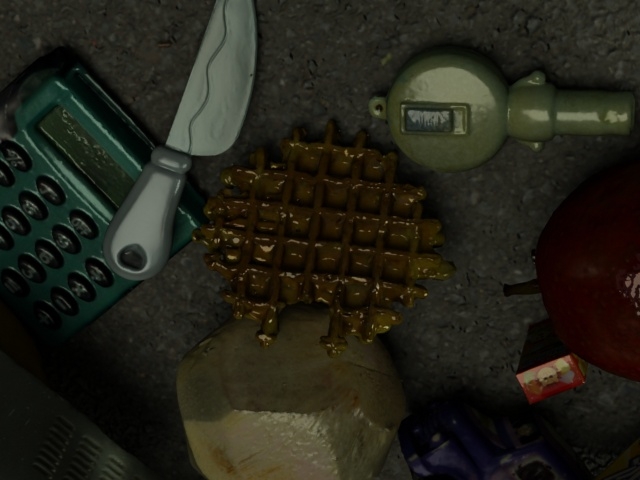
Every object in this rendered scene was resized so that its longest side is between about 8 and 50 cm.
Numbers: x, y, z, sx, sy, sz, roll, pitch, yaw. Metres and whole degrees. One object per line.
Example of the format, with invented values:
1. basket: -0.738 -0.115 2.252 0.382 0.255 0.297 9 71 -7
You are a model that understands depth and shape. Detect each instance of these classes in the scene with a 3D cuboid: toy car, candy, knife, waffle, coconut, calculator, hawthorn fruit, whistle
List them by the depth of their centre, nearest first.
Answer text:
1. hawthorn fruit: 0.293 0.035 1.663 0.266 0.210 0.230 -11 144 25
2. whistle: 0.173 -0.124 1.694 0.258 0.067 0.126 2 116 9
3. waffle: 0.000 0.000 1.734 0.229 0.051 0.231 -34 77 -7
4. knife: -0.124 -0.108 1.747 0.080 0.044 0.331 25 101 -4
5. candy: 0.236 0.115 1.761 0.062 0.122 0.038 -23 104 21
6. coconut: -0.040 0.172 1.806 0.237 0.197 0.237 6 124 9
7. toy car: 0.190 0.255 1.825 0.158 0.172 0.235 -41 99 9
8. calculator: -0.281 -0.035 1.840 0.274 0.058 0.248 -38 102 26

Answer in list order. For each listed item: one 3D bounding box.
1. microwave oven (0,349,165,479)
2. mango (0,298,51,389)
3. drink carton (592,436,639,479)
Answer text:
1. microwave oven: -0.417 0.329 1.851 0.374 0.236 0.432 43 136 -22
2. mango: -0.378 0.144 1.907 0.176 0.119 0.317 -9 128 30
3. drink carton: 0.315 0.298 1.692 0.154 0.351 0.111 0 120 56
